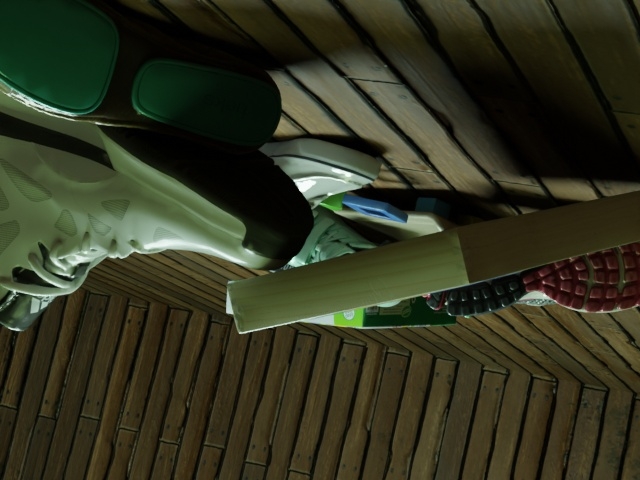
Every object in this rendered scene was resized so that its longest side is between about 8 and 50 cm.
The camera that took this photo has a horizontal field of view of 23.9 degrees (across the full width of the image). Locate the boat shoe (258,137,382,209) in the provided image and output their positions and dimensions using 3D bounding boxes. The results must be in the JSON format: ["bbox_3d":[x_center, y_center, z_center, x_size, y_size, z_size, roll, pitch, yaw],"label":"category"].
[{"bbox_3d":[-0.037,-0.066,1.765,0.267,0.088,0.096,4,167,44],"label":"boat shoe"}]

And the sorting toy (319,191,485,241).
[{"bbox_3d":[0.141,-0.021,1.939,0.196,0.047,0.347,10,171,46],"label":"sorting toy"}]

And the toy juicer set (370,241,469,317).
[{"bbox_3d":[0.127,0.072,2.382,0.329,0.089,0.209,20,169,-36],"label":"toy juicer set"}]

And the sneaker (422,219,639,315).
[{"bbox_3d":[0.267,0.020,1.777,0.299,0.121,0.112,-2,-173,14],"label":"sneaker"}]

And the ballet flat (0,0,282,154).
[{"bbox_3d":[-0.197,-0.165,1.394,0.342,0.116,0.124,13,-171,-30],"label":"ballet flat"}]

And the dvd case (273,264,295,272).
[{"bbox_3d":[-0.122,-0.015,2.127,0.238,0.029,0.179,16,-161,-35],"label":"dvd case"}]

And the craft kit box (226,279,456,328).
[{"bbox_3d":[0.034,0.091,2.222,0.246,0.061,0.250,7,-177,37],"label":"craft kit box"}]

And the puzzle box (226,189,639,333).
[{"bbox_3d":[0.144,0.015,1.468,0.272,0.052,0.409,-15,177,40],"label":"puzzle box"}]

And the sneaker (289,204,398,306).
[{"bbox_3d":[0.001,0.000,1.986,0.256,0.094,0.151,28,177,8],"label":"sneaker"}]

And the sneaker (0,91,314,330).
[{"bbox_3d":[-0.211,-0.005,1.520,0.447,0.257,0.169,26,-163,32],"label":"sneaker"}]
